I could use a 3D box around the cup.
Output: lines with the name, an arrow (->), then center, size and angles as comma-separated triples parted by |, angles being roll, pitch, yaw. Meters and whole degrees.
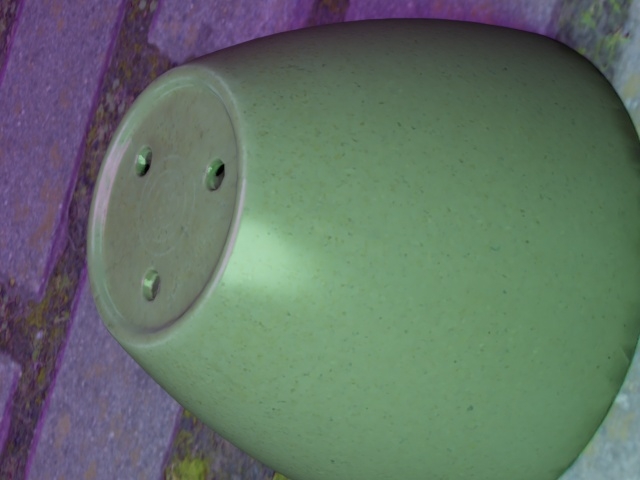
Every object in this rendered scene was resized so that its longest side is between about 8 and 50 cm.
cup -> 0.000, 0.000, 0.989 | 0.331, 0.237, 0.331 | -21, 62, 48
